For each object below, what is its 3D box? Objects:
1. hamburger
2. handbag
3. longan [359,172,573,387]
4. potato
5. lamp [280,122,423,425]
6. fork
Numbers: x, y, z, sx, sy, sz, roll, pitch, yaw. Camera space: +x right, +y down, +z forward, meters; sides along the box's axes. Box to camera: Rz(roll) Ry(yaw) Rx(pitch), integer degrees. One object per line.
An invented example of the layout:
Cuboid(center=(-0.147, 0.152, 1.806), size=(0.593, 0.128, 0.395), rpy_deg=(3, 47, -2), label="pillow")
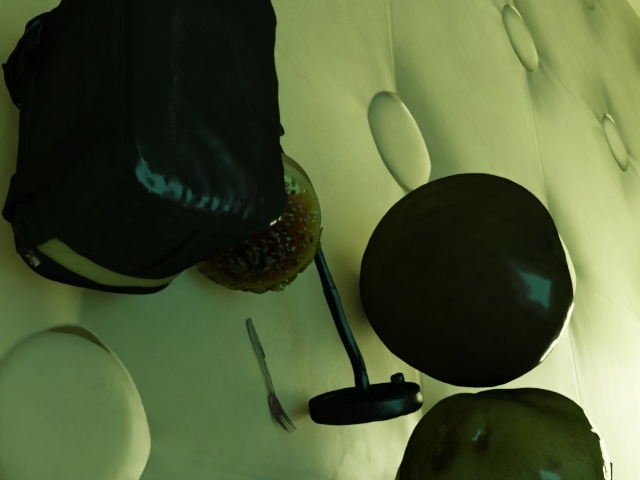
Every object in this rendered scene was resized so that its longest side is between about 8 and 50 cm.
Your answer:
Cuboid(center=(-0.060, -0.014, 0.819), size=(0.081, 0.126, 0.141), rpy_deg=(-94, -170, -56), label="hamburger")
Cuboid(center=(-0.130, -0.091, 0.691), size=(0.181, 0.181, 0.254), rpy_deg=(14, 61, -41), label="handbag")
Cuboid(center=(0.164, 0.043, 0.999), size=(0.248, 0.248, 0.248), rpy_deg=(32, 48, -43), label="longan")
Cuboid(center=(0.202, 0.255, 0.973), size=(0.202, 0.218, 0.351), rpy_deg=(37, 16, 24), label="potato")
Cuboid(center=(-0.031, 0.021, 0.905), size=(0.371, 0.108, 0.130), rpy_deg=(61, 11, 5), label="lamp")
Cuboid(center=(-0.050, 0.128, 0.860), size=(0.016, 0.012, 0.115), rpy_deg=(-9, 75, -61), label="fork")
